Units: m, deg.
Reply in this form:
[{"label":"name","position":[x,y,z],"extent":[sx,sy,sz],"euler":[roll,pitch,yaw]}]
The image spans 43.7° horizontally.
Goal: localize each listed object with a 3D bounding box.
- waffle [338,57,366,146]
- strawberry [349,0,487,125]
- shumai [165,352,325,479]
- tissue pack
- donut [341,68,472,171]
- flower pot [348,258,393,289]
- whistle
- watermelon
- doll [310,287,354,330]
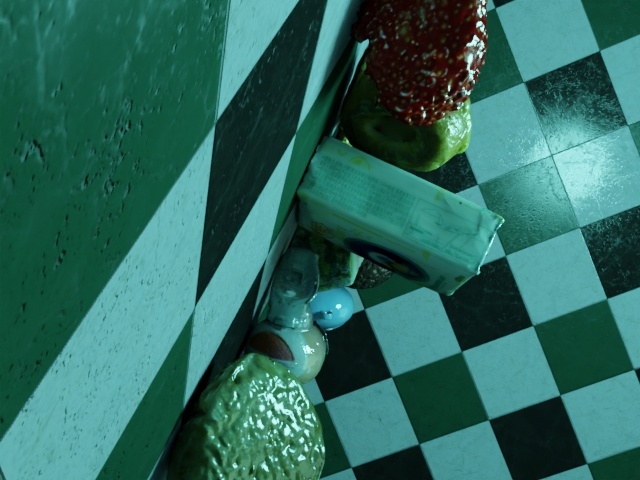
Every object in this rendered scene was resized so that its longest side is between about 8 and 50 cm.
[{"label":"waffle","position":[0.105,-0.332,1.797],"extent":[0.301,0.058,0.282],"euler":[106,10,-60]},{"label":"strawberry","position":[0.189,-0.341,1.342],"extent":[0.261,0.257,0.261],"euler":[50,30,-43]},{"label":"shumai","position":[-0.175,0.387,1.454],"extent":[0.288,0.292,0.330],"euler":[-12,-144,49]},{"label":"tissue pack","position":[0.149,-0.040,1.664],"extent":[0.287,0.387,0.162],"euler":[98,18,-77]},{"label":"donut","position":[0.164,-0.245,1.575],"extent":[0.128,0.261,0.209],"euler":[-49,135,-37]},{"label":"flower pot","position":[0.109,-0.034,2.256],"extent":[0.267,0.266,0.267],"euler":[87,25,-59]},{"label":"whistle","position":[-0.074,0.185,1.761],"extent":[0.189,0.189,0.348],"euler":[-53,152,-74]},{"label":"watermelon","position":[0.000,0.000,1.923],"extent":[0.232,0.193,0.310],"euler":[54,44,-63]},{"label":"doll","position":[-0.001,0.174,2.237],"extent":[0.314,0.177,0.141],"euler":[-127,-141,-80]}]
